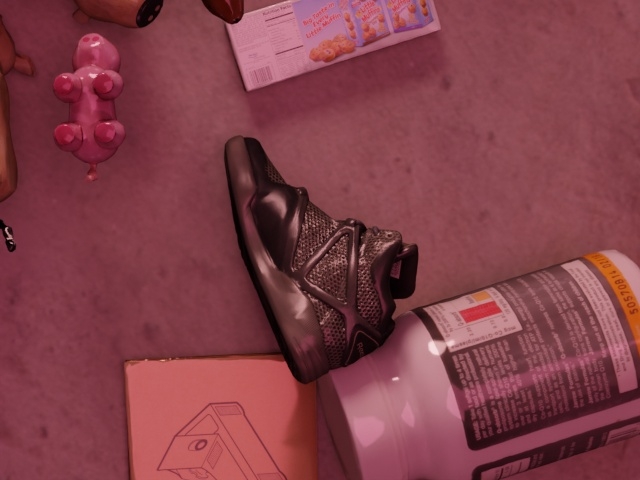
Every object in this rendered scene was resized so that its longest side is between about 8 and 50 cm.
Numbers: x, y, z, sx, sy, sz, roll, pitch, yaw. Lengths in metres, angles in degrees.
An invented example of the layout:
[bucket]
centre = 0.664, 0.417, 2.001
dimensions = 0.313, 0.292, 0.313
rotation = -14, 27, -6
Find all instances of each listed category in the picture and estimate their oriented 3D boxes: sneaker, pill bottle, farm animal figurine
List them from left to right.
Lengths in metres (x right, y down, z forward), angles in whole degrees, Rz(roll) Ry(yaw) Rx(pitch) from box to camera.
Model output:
[farm animal figurine]
centre = -0.222, -0.211, 1.498
dimensions = 0.330, 0.172, 0.327
rotation = -38, 87, 2
[sneaker]
centre = 0.000, 0.000, 1.549
dimensions = 0.130, 0.087, 0.227
rotation = -20, 59, -10
[pill bottle]
centre = 0.147, 0.119, 1.577
dimensions = 0.278, 0.162, 0.162
rotation = -16, 96, -9

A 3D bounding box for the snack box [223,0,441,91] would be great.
[snack box]
centre = 0.011, -0.184, 1.604
dimensions = 0.178, 0.022, 0.064
rotation = -18, 96, -8

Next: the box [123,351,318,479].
[box]
centre = -0.084, 0.198, 1.614
dimensions = 0.164, 0.021, 0.201
rotation = -2, 95, -10
